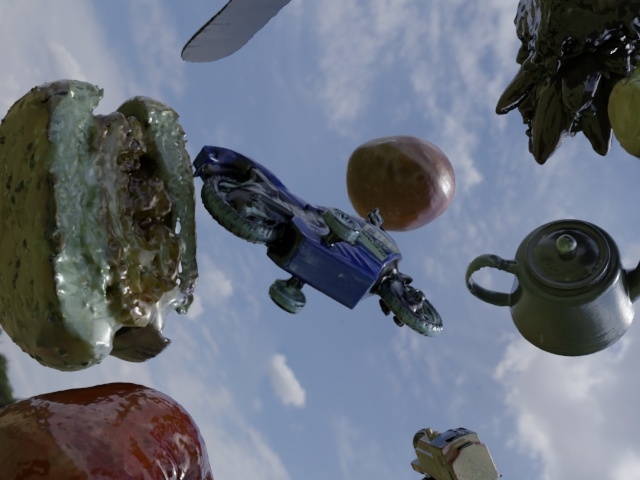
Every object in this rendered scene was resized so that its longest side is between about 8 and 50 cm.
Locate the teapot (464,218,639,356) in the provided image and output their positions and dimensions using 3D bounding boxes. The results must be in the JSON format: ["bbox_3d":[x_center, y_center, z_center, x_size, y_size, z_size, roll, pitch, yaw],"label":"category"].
[{"bbox_3d":[0.302,0.043,1.101,0.149,0.239,0.163,64,28,-52],"label":"teapot"}]

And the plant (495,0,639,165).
[{"bbox_3d":[0.317,-0.248,1.052,0.182,0.194,0.321,-82,171,-67],"label":"plant"}]

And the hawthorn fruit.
[{"bbox_3d":[-0.205,0.220,0.697,0.260,0.224,0.224,2,-63,29],"label":"hawthorn fruit"}]

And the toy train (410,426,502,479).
[{"bbox_3d":[0.132,0.229,0.885,0.087,0.050,0.138,68,-17,-3],"label":"toy train"}]

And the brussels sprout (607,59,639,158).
[{"bbox_3d":[0.404,-0.131,0.919,0.162,0.180,0.144,-120,-148,-43],"label":"brussels sprout"}]

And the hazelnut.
[{"bbox_3d":[0.148,-0.111,1.636,0.214,0.214,0.176,104,-13,-54],"label":"hazelnut"}]

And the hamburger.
[{"bbox_3d":[-0.275,-0.007,1.012,0.276,0.195,0.318,-19,-105,49],"label":"hamburger"}]

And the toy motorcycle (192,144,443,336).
[{"bbox_3d":[0.000,0.000,0.952,0.113,0.315,0.169,-53,-161,19],"label":"toy motorcycle"}]

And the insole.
[{"bbox_3d":[-0.043,-0.282,0.959,0.348,0.119,0.009,-28,-102,45],"label":"insole"}]
